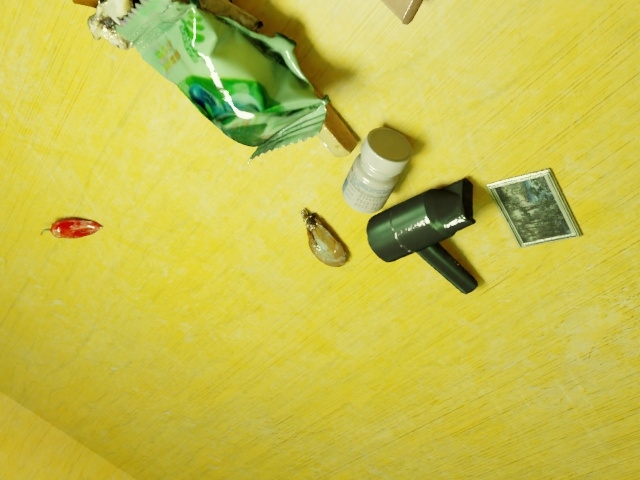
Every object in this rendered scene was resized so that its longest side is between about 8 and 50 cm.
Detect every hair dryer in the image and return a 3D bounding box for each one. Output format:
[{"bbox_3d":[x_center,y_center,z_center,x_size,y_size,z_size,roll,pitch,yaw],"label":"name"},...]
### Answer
[{"bbox_3d":[0.286,0.011,1.742,0.244,0.116,0.302,-23,130,40],"label":"hair dryer"}]

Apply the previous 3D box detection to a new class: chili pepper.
[{"bbox_3d":[-0.690,-0.035,2.199,0.191,0.050,0.059,-3,127,13],"label":"chili pepper"}]

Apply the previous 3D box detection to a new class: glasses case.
[{"bbox_3d":[0.165,-0.479,1.353,0.102,0.070,0.193,50,142,17],"label":"glasses case"}]

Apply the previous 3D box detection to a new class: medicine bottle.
[{"bbox_3d":[0.115,-0.144,1.660,0.105,0.105,0.168,27,137,0],"label":"medicine bottle"}]

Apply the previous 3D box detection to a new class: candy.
[{"bbox_3d":[-0.200,-0.325,1.538,0.398,0.172,0.263,33,149,-23],"label":"candy"}]

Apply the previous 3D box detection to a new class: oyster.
[{"bbox_3d":[-0.318,-0.481,1.566,0.354,0.107,0.201,-9,148,17],"label":"oyster"}]

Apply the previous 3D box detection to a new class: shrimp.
[{"bbox_3d":[0.000,0.000,1.899,0.091,0.043,0.184,-5,129,34],"label":"shrimp"}]

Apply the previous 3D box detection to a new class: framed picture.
[{"bbox_3d":[0.442,-0.061,1.646,0.142,0.011,0.183,-13,124,35],"label":"framed picture"}]

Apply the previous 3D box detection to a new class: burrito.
[{"bbox_3d":[-0.163,-0.428,1.516,0.149,0.055,0.041,21,107,-41],"label":"burrito"}]

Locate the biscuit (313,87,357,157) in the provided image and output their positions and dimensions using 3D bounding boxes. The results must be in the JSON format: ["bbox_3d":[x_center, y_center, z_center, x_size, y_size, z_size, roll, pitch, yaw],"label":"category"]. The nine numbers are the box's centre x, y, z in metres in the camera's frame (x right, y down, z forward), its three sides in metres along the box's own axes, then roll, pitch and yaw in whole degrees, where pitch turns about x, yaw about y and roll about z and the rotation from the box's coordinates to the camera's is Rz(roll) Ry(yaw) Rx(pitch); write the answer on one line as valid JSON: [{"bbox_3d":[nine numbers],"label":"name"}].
[{"bbox_3d":[-0.002,-0.252,1.652,0.188,0.052,0.056,48,144,-19],"label":"biscuit"}]

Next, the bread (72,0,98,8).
[{"bbox_3d":[-0.475,-0.506,1.652,0.083,0.036,0.047,17,144,9],"label":"bread"}]
